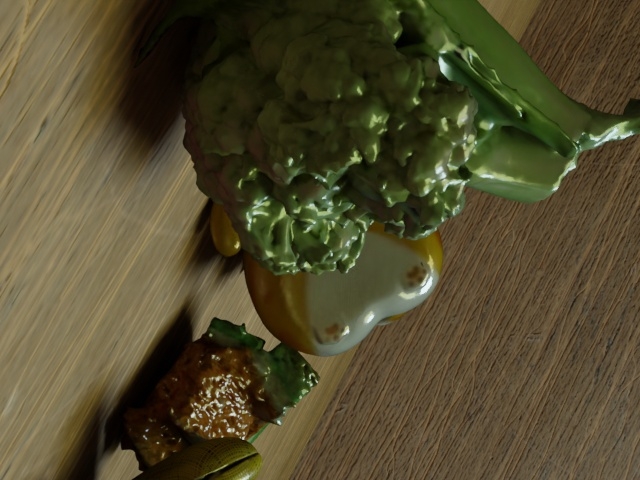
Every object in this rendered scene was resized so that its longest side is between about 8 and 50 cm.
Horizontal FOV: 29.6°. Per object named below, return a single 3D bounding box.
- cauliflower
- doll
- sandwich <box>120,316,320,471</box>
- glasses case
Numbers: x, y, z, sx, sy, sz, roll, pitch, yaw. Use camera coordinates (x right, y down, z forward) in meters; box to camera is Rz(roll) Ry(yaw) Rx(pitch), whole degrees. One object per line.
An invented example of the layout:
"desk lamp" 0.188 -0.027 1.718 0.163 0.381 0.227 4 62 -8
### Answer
"cauliflower" 0.053 -0.076 0.688 0.256 0.315 0.239 -151 -103 -78
"doll" 0.008 0.014 1.047 0.167 0.162 0.269 -28 173 -4
"sandwich" -0.097 0.157 1.053 0.160 0.109 0.185 -50 175 -32
"glasses case" -0.134 0.219 0.962 0.079 0.064 0.234 -17 163 -47
